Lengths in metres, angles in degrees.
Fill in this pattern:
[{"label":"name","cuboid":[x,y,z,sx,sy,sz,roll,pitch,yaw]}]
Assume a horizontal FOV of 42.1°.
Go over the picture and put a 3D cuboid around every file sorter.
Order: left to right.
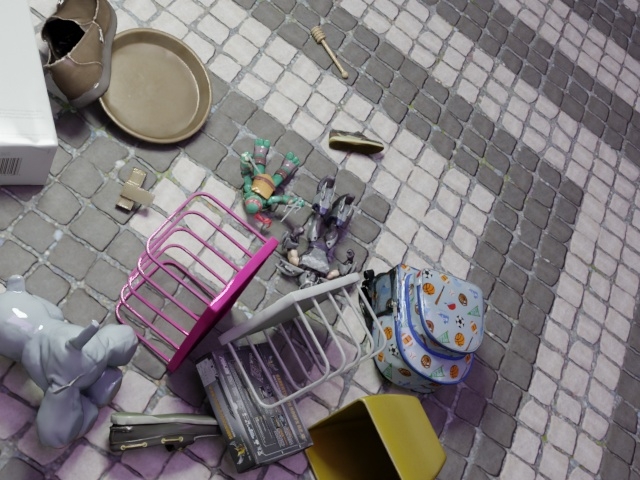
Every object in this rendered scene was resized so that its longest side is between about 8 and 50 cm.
[{"label":"file sorter","cuboid":[-0.250,0.075,1.578,0.182,0.291,0.202,40,51,0]},{"label":"file sorter","cuboid":[-0.021,0.197,1.636,0.173,0.193,0.277,62,27,9]}]

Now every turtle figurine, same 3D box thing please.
[{"label":"turtle figurine","cuboid":[-0.125,-0.130,1.875,0.175,0.118,0.234,41,34,-21]}]

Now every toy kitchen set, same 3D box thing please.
[{"label":"toy kitchen set","cuboid":[-0.385,-0.105,1.768,0.068,0.075,0.083,25,94,-11]}]

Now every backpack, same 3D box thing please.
[{"label":"backpack","cuboid":[0.237,0.199,1.842,0.276,0.213,0.263,16,67,-24]}]

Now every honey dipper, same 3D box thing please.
[{"label":"honey dipper","cuboid":[0.027,-0.502,2.231,0.030,0.030,0.161,-28,84,-37]}]

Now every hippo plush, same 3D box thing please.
[{"label":"hippo plush","cuboid":[-0.484,0.205,1.425,0.236,0.294,0.234,25,83,8]}]

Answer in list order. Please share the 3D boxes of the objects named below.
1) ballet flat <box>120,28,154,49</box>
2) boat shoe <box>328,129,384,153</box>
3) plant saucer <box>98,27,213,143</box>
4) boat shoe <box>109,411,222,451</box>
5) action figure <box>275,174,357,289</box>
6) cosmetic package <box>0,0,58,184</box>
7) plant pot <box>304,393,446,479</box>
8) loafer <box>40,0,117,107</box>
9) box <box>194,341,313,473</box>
[{"label":"ballet flat","cuboid":[-0.433,-0.449,1.925,0.168,0.057,0.052,-30,91,-37]},{"label":"boat shoe","cuboid":[0.092,-0.254,2.105,0.152,0.056,0.049,7,65,-26]},{"label":"plant saucer","cuboid":[-0.378,-0.345,1.873,0.278,0.041,0.278,8,72,-28]},{"label":"boat shoe","cuboid":[-0.281,0.356,1.536,0.227,0.081,0.069,9,82,-32]},{"label":"action figure","cuboid":[0.000,0.000,1.883,0.185,0.099,0.285,30,56,-23]},{"label":"cosmetic package","cuboid":[-0.671,-0.309,1.649,0.217,0.156,0.385,-3,64,-31]},{"label":"plant pot","cuboid":[0.121,0.420,1.652,0.187,0.212,0.212,-11,69,-47]},{"label":"loafer","cuboid":[-0.517,-0.445,1.766,0.130,0.134,0.366,51,16,-48]},{"label":"box","cuboid":[-0.127,0.317,1.612,0.183,0.056,0.231,0,61,-57]}]
